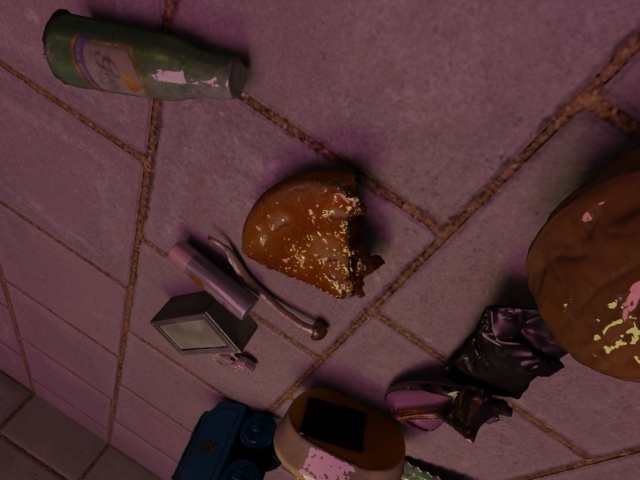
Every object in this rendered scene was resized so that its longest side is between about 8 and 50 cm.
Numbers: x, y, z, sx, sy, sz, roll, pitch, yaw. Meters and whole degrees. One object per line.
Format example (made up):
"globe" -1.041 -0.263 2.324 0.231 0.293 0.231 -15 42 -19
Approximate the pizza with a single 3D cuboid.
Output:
"pizza" 0.000 0.000 0.730 0.229 0.081 0.289 50 137 -8

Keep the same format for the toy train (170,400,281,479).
"toy train" -0.256 0.634 1.310 0.265 0.300 0.188 3 130 16

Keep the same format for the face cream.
"face cream" -0.220 0.080 0.942 0.198 0.057 0.084 37 164 6

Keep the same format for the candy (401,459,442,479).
"candy" 0.260 0.728 1.184 0.263 0.172 0.398 4 117 24

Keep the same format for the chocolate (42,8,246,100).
"chocolate" -0.241 -0.247 0.648 0.291 0.110 0.110 15 135 17

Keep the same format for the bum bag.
"bum bag" 0.287 0.185 0.724 0.137 0.074 0.310 21 150 13

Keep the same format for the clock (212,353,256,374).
"clock" -0.226 0.304 1.180 0.129 0.041 0.087 7 135 33

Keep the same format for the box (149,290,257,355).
"box" -0.276 0.197 1.081 0.225 0.086 0.129 -15 119 39

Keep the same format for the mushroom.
"mushroom" -0.111 0.100 0.927 0.306 0.043 0.068 40 125 -6

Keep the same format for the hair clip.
"hair clip" 0.209 0.320 0.877 0.110 0.096 0.359 12 160 -13

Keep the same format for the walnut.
"walnut" 0.327 0.019 0.443 0.225 0.225 0.261 27 142 8

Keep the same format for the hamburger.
"hamburger" 0.043 0.461 1.028 0.295 0.227 0.151 24 114 16
